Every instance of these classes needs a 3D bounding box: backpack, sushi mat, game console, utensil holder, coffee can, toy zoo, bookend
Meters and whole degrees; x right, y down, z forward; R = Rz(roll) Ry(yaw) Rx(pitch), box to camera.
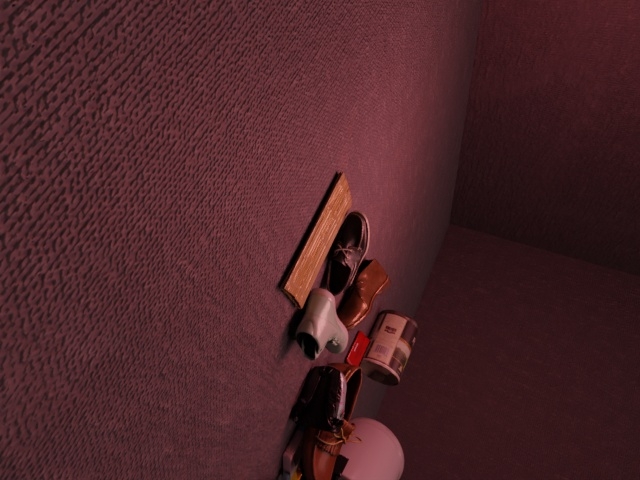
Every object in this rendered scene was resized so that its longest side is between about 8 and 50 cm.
[{"bbox_3d":[0.009,0.466,1.265,0.115,0.152,0.181,75,26,-64],"label":"backpack"},{"bbox_3d":[0.000,0.000,0.994,0.316,0.019,0.151,-64,157,-21],"label":"sushi mat"},{"bbox_3d":[0.136,0.456,1.730,0.124,0.085,0.143,51,54,-30],"label":"game console"},{"bbox_3d":[0.131,0.961,1.720,0.386,0.328,0.327,-10,117,-64],"label":"utensil holder"},{"bbox_3d":[0.310,0.484,1.928,0.275,0.202,0.201,-57,155,-32],"label":"coffee can"},{"bbox_3d":[-0.051,0.665,1.392,0.293,0.030,0.192,-51,148,-43],"label":"toy zoo"},{"bbox_3d":[0.007,0.810,1.498,0.072,0.158,0.156,-41,143,-53],"label":"bookend"}]

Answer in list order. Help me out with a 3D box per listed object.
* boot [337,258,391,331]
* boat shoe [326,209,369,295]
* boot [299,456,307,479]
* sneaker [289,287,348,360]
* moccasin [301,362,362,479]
[{"bbox_3d":[0.116,0.172,1.370,0.305,0.113,0.115,-47,118,-41],"label":"boot"},{"bbox_3d":[0.069,0.036,1.110,0.079,0.084,0.232,-21,130,-65],"label":"boat shoe"},{"bbox_3d":[-0.037,0.733,1.366,0.099,0.045,0.121,34,66,-69],"label":"boot"},{"bbox_3d":[-0.004,0.256,1.089,0.255,0.094,0.151,72,34,-43],"label":"sneaker"},{"bbox_3d":[0.051,0.574,1.330,0.139,0.147,0.379,51,47,-32],"label":"moccasin"}]
